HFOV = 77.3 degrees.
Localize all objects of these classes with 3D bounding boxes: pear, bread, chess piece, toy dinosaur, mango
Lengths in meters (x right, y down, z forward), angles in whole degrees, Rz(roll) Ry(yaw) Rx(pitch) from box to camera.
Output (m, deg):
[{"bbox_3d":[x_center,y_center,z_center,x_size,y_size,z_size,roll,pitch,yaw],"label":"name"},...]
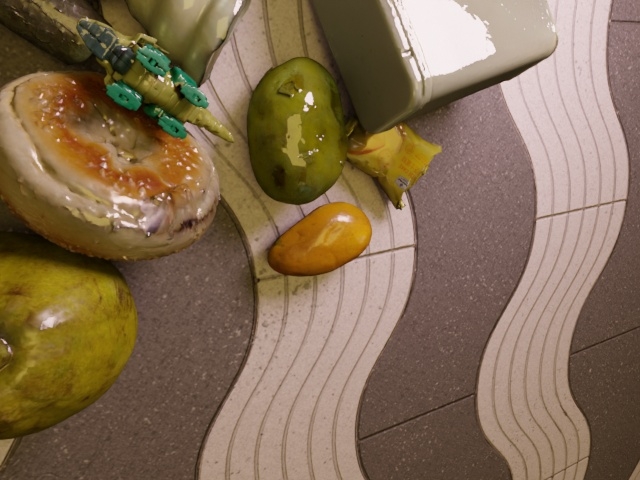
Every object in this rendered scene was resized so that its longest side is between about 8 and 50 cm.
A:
[{"bbox_3d":[-0.395,0.124,0.527,0.287,0.375,0.287,3,83,-28],"label":"pear"},{"bbox_3d":[-0.298,-0.094,0.569,0.305,0.305,0.159,31,125,-27],"label":"bread"},{"bbox_3d":[-0.270,-0.384,0.552,0.330,0.182,0.182,31,90,-22],"label":"chess piece"},{"bbox_3d":[-0.208,-0.199,0.560,0.094,0.153,0.259,-47,133,9],"label":"toy dinosaur"},{"bbox_3d":[0.000,0.000,0.803,0.227,0.109,0.147,-18,134,-19],"label":"mango"}]

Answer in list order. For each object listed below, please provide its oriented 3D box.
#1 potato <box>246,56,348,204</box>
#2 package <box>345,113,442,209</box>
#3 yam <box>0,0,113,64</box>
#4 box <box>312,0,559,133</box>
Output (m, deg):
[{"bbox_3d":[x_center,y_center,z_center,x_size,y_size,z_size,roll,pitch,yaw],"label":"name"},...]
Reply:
[{"bbox_3d":[-0.040,-0.191,0.715,0.186,0.148,0.253,12,91,-39],"label":"potato"},{"bbox_3d":[0.136,-0.182,0.820,0.226,0.090,0.168,32,98,-22],"label":"package"},{"bbox_3d":[-0.390,-0.323,0.545,0.183,0.107,0.107,37,87,-29],"label":"yam"},{"bbox_3d":[0.193,-0.414,0.699,0.344,0.177,0.352,-23,93,-19],"label":"box"}]
